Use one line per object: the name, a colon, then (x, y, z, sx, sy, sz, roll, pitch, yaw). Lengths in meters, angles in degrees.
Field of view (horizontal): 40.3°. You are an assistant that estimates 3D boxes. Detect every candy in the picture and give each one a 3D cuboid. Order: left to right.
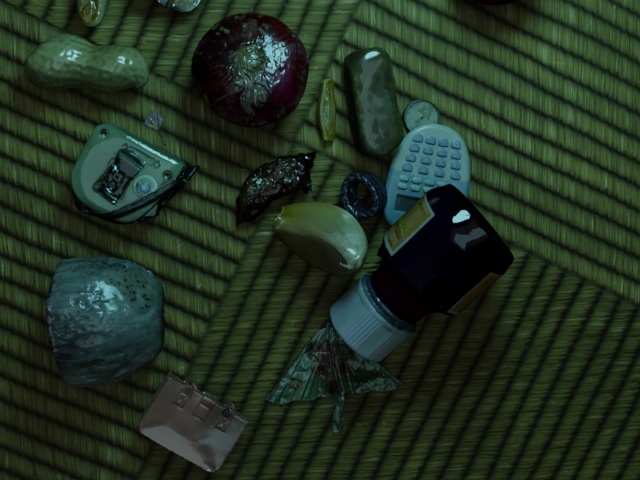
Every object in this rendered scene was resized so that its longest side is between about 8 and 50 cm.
candy: (0.114, -0.301, 1.902, 0.102, 0.104, 0.233, -12, 97, -9)

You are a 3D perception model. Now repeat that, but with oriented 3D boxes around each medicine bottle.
medicine bottle: (0.197, 0.078, 1.855, 0.395, 0.242, 0.242, -40, 98, 19)

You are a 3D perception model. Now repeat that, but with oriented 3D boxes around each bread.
bread: (-0.478, -0.559, 1.848, 0.073, 0.053, 0.214, 9, 92, -10)

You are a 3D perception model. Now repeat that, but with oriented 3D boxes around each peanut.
peanut: (-0.492, -0.372, 1.837, 0.257, 0.123, 0.123, 0, 96, -7)

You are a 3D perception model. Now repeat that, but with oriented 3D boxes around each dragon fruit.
dragon fruit: (-0.446, 0.173, 1.853, 0.221, 0.204, 0.282, -4, 97, -5)

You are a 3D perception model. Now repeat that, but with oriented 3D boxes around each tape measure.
tape measure: (-0.409, -0.124, 1.870, 0.235, 0.115, 0.207, 28, 91, -7)

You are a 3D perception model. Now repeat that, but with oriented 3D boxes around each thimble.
thimble: (0.096, -0.100, 1.924, 0.095, 0.066, 0.104, 2, 97, 23)

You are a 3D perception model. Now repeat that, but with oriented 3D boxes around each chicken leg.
chicken leg: (-0.103, -0.122, 1.923, 0.234, 0.063, 0.105, -27, 93, 0)

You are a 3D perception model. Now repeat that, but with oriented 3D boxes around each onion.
onion: (-0.148, -0.354, 1.833, 0.247, 0.190, 0.246, 1, 76, -4)

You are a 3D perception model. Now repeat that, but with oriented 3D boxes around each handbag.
handbag: (-0.286, 0.408, 1.963, 0.213, 0.059, 0.157, 32, 94, -9)

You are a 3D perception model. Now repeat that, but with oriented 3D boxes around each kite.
kite: (-0.354, -0.252, 1.916, 0.044, 0.002, 0.078, -45, 96, 1)
kite: (0.028, 0.313, 2.004, 0.323, 0.013, 0.267, -8, 95, -2)

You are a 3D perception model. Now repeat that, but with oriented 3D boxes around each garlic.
garlic: (0.012, 0.003, 1.875, 0.245, 0.164, 0.145, 29, 106, 36)

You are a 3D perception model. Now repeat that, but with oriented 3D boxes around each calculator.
calculator: (0.238, -0.110, 1.956, 0.189, 0.042, 0.302, 10, 100, -7)

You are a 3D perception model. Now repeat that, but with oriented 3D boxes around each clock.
clock: (0.226, -0.276, 1.956, 0.085, 0.017, 0.085, -1, 96, -5)

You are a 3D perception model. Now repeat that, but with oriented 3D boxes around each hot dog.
hot dog: (0.012, -0.289, 1.931, 0.044, 0.028, 0.137, -7, 100, -30)

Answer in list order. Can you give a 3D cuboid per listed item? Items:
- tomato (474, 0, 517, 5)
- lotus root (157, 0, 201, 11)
tomato: (0.372, -0.592, 1.843, 0.208, 0.208, 0.184, 25, 98, -7)
lotus root: (-0.271, -0.650, 1.850, 0.167, 0.078, 0.329, 31, 91, -30)
